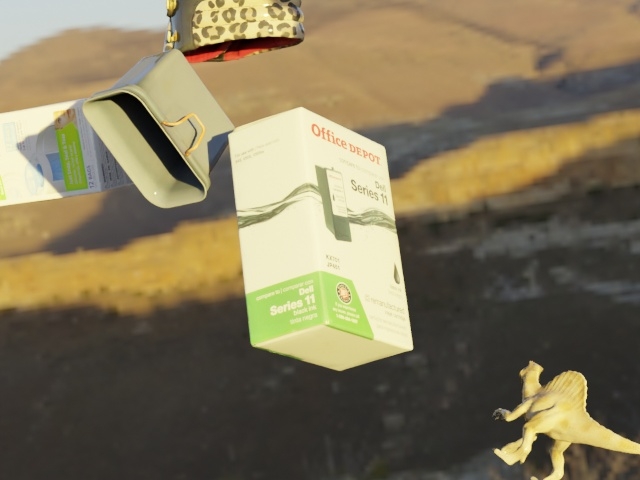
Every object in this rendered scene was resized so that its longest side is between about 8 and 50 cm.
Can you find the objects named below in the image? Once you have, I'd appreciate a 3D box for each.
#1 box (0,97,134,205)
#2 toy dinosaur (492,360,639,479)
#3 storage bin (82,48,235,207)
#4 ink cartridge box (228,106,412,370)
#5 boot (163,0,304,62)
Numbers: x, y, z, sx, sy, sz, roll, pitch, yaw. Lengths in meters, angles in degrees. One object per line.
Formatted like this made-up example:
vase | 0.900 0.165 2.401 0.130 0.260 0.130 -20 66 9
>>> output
box | -0.330 -0.106 2.021 0.203 0.114 0.103 -6 6 25
toy dinosaur | 0.186 0.147 1.330 0.053 0.092 0.183 37 -1 -31
storage bin | -0.142 -0.114 1.594 0.098 0.135 0.091 -10 36 43
ink cartridge box | 0.000 0.000 1.528 0.087 0.208 0.153 -19 -22 30
boot | -0.180 -0.359 2.044 0.377 0.284 0.138 -5 -2 22
